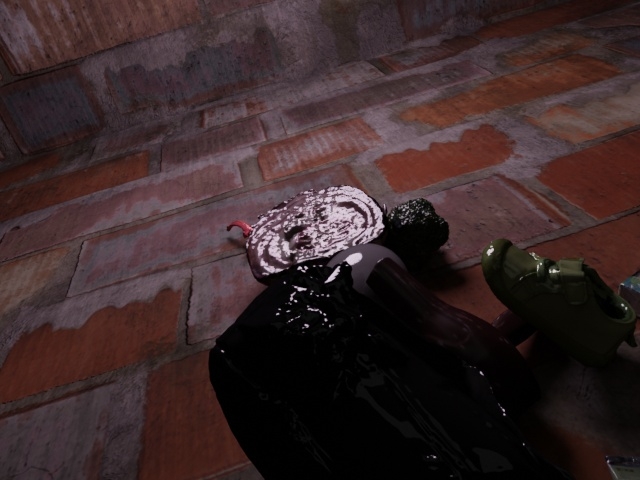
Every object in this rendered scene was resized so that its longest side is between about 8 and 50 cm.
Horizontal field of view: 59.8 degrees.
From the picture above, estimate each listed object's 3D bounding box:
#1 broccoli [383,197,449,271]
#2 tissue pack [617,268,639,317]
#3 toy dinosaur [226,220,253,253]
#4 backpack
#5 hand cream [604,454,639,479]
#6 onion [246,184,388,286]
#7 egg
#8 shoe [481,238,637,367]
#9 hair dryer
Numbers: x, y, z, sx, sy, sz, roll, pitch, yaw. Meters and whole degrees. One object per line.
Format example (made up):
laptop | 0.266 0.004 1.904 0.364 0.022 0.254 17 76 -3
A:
broccoli | 0.195 -0.012 1.195 0.162 0.138 0.145 -39 54 20
tissue pack | 0.578 0.076 0.945 0.111 0.079 0.085 -28 35 -20
toy dinosaur | -0.125 -0.010 1.404 0.139 0.070 0.286 -18 27 -25
backpack | 0.079 0.241 0.673 0.255 0.363 0.446 -37 53 -26
hand cream | 0.403 0.340 0.642 0.086 0.055 0.235 -3 27 14
onion | 0.000 0.000 1.236 0.314 0.146 0.280 -22 36 3
egg | 0.074 0.111 1.016 0.176 0.176 0.232 2 45 26
shoe | 0.383 0.083 0.895 0.128 0.262 0.140 -48 -10 21
hair dryer | 0.279 0.118 0.935 0.340 0.123 0.312 -21 59 -39
